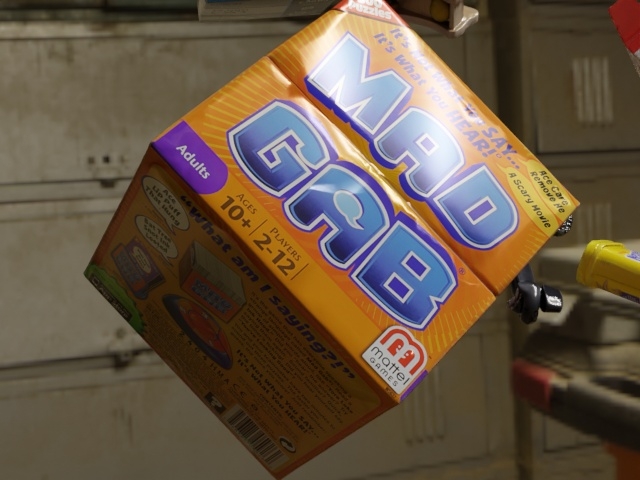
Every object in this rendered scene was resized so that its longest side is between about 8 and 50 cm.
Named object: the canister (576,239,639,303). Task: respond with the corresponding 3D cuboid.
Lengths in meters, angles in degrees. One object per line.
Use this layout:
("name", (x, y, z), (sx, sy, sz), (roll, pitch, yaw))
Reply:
("canister", (0.493, 0.060, 1.749), (0.170, 0.073, 0.126), (22, 12, 32))

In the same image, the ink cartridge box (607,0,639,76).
("ink cartridge box", (0.591, -0.345, 1.895), (0.181, 0.225, 0.056), (-41, 36, -6))

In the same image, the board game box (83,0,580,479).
("board game box", (0.000, 0.000, 1.351), (0.356, 0.356, 0.356), (-42, -2, -32))

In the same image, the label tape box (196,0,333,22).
("label tape box", (-0.099, -0.485, 2.121), (0.249, 0.115, 0.347), (-5, 5, -9))

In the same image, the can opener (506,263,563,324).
("can opener", (0.302, 0.075, 1.689), (0.073, 0.059, 0.186), (19, 14, -7))

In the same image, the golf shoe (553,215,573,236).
("golf shoe", (0.364, -0.049, 1.973), (0.077, 0.094, 0.198), (17, 27, -25))

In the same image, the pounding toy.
("pounding toy", (0.158, -0.468, 2.027), (0.154, 0.155, 0.269), (-25, 40, -29))
